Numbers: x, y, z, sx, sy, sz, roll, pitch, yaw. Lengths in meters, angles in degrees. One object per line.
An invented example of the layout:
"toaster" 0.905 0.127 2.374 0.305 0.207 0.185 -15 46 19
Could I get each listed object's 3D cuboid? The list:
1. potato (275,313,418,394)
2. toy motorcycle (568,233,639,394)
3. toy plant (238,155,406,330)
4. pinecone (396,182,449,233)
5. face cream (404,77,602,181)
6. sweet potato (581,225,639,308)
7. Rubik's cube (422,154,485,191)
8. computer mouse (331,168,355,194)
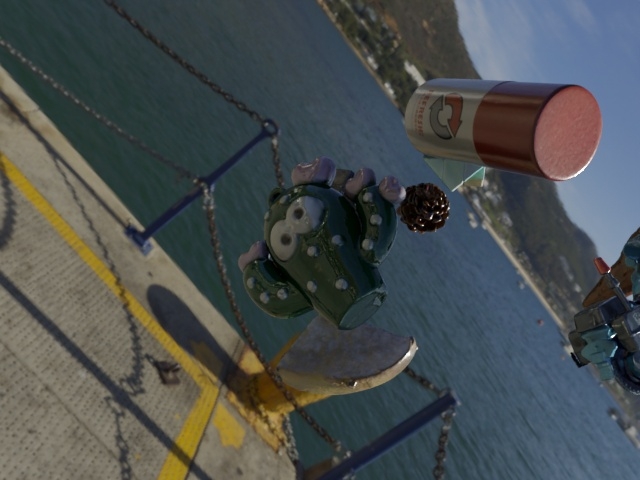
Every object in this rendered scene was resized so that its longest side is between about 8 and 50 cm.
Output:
"potato" 0.067 0.296 1.360 0.264 0.211 0.190 16 -40 29
"toy motorcycle" 0.444 0.088 0.821 0.182 0.272 0.123 65 -29 12
"toy plant" -0.004 0.003 0.822 0.243 0.233 0.112 21 -2 38
"pinecone" 0.316 -0.101 1.839 0.174 0.173 0.174 49 14 -17
"face cream" 0.191 -0.128 0.675 0.096 0.096 0.214 46 -8 -29
"sweet potato" 0.708 0.031 1.307 0.112 0.359 0.112 20 27 -11
"Rubik's cube" 0.413 -0.281 1.783 0.265 0.224 0.213 50 23 -5
"computer mouse" -0.009 -0.162 1.952 0.087 0.168 0.295 42 -20 -19
